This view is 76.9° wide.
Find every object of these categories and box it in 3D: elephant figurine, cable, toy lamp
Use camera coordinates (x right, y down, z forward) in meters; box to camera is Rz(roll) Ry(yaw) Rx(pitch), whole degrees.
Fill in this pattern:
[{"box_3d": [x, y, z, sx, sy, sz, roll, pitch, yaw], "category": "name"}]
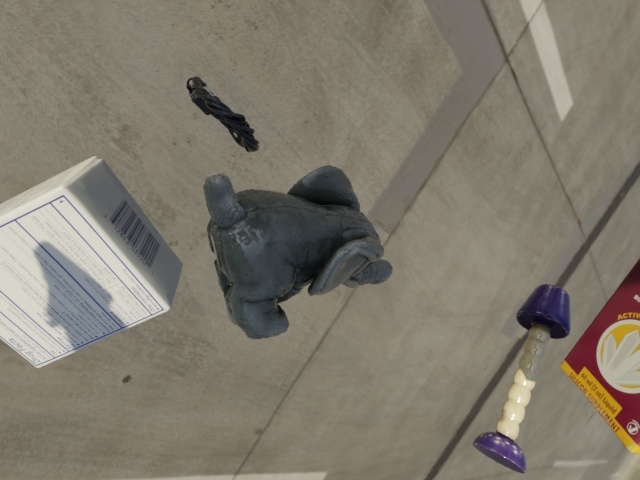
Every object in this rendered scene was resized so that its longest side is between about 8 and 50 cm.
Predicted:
[{"box_3d": [0.000, 0.000, 0.466, 0.239, 0.186, 0.169, -14, 94, -18], "category": "elephant figurine"}, {"box_3d": [-0.172, -0.235, 0.781, 0.047, 0.150, 0.184, -50, 144, -4], "category": "cable"}, {"box_3d": [0.307, 0.188, 0.599, 0.274, 0.080, 0.080, -56, 138, -23], "category": "toy lamp"}]

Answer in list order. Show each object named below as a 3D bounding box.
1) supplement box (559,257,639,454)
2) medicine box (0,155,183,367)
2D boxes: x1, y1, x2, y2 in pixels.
[{"box_3d": [0.312, 0.081, 0.340, 0.081, 0.104, 0.188, 16, 113, -10], "category": "supplement box"}, {"box_3d": [-0.448, 0.044, 0.709, 0.289, 0.149, 0.263, -24, 121, 6], "category": "medicine box"}]
